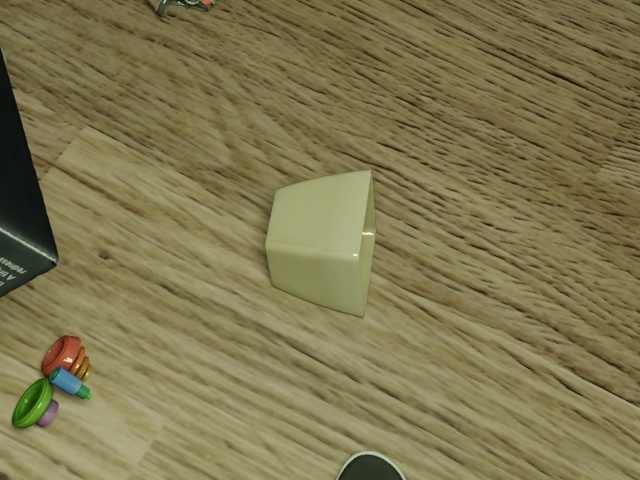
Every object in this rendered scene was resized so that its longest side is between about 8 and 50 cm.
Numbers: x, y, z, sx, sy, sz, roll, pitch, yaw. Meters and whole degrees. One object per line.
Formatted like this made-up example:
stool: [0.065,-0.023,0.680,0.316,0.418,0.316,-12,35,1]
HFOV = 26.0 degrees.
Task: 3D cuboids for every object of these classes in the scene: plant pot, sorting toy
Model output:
plant pot: [0.000,0.000,1.371,0.096,0.109,0.109,4,55,7]
sorting toy: [-0.238,0.136,1.271,0.042,0.061,0.102,39,60,-25]

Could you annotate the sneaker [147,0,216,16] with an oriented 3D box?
sneaker: [-0.131,-0.293,1.579,0.158,0.061,0.065,-23,90,-22]

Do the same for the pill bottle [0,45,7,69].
pill bottle: [-0.387,-0.069,1.309,0.160,0.160,0.283,2,57,-9]

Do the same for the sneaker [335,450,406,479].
sneaker: [0.040,0.280,1.190,0.084,0.097,0.234,13,55,-2]

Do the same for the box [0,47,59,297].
box: [-0.525,-0.111,1.114,0.472,0.297,0.480,-27,60,11]
